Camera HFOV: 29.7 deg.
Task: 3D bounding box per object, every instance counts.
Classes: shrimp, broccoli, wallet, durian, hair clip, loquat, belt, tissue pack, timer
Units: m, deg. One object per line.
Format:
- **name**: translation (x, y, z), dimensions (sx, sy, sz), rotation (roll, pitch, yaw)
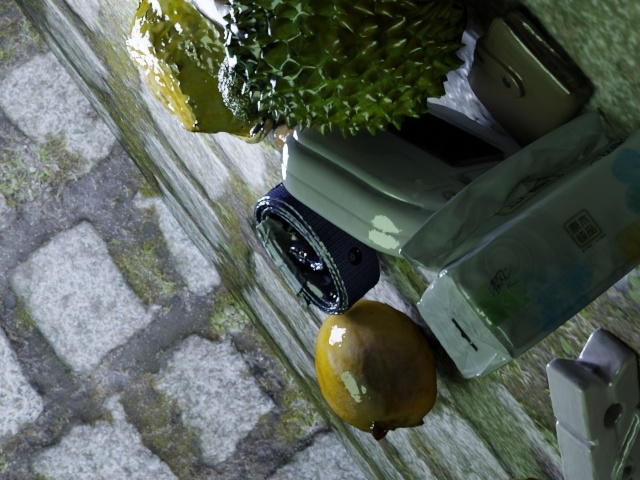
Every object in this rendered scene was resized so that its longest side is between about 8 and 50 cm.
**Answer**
- **shrimp**: translation (-0.006, -0.120, 1.835), dimensions (0.133, 0.053, 0.236), rotation (57, 168, -18)
- **broccoli**: translation (-0.087, -0.229, 1.726), dimensions (0.120, 0.131, 0.130), rotation (6, 145, 14)
- **wallet**: translation (0.190, -0.147, 1.141), dimensions (0.118, 0.038, 0.153), rotation (49, 167, 10)
- **durian**: translation (0.009, -0.223, 1.160), dimensions (0.291, 0.224, 0.291), rotation (58, 174, 10)
- **hair clip**: translation (0.344, 0.241, 1.463), dimensions (0.085, 0.101, 0.331), rotation (47, 163, 41)
- **loquat**: translation (0.093, 0.209, 2.021), dimensions (0.238, 0.193, 0.238), rotation (167, 90, -70)
- **belt**: translation (0.000, 0.000, 1.957), dimensions (0.230, 0.126, 0.139), rotation (54, 141, -5)
- **tissue pack**: translation (0.193, -0.004, 1.071), dimensions (0.145, 0.229, 0.159), rotation (53, 167, 7)
- **timer**: translation (0.100, -0.069, 1.236), dimensions (0.262, 0.237, 0.087), rotation (34, 128, 43)

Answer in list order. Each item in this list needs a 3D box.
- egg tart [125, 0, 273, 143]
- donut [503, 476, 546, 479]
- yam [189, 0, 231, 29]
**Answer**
- **egg tart**: translation (-0.208, -0.282, 1.934), dimensions (0.341, 0.132, 0.341), rotation (49, 167, 16)
- **donut**: translation (0.355, 0.464, 1.876), dimensions (0.259, 0.152, 0.101), rotation (59, -178, 1)
- **yam**: translation (-0.103, -0.311, 1.659), dimensions (0.317, 0.067, 0.071), rotation (40, 137, 50)
